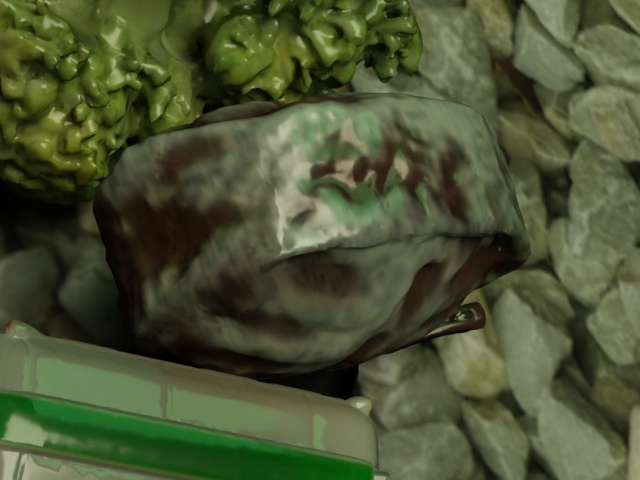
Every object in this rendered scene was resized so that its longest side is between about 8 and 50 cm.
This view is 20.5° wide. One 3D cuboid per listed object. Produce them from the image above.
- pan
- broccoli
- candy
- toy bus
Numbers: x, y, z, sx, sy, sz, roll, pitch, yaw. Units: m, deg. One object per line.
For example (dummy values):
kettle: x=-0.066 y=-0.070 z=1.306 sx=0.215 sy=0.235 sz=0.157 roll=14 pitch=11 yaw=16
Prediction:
pan: x=0.017 y=0.071 z=1.225 sx=0.212 sy=0.040 sz=0.114 roll=-10 pitch=75 yaw=-25
broccoli: x=-0.116 y=-0.193 z=1.110 sx=0.348 sy=0.281 sz=0.293 roll=-18 pitch=85 yaw=-32
candy: x=0.000 y=0.000 z=1.095 sx=0.290 sy=0.214 sz=0.157 roll=-2 pitch=68 yaw=-44
toy bus: x=-0.122 y=0.144 z=1.030 sx=0.305 sy=0.179 sz=0.143 roll=15 pitch=64 yaw=-24
